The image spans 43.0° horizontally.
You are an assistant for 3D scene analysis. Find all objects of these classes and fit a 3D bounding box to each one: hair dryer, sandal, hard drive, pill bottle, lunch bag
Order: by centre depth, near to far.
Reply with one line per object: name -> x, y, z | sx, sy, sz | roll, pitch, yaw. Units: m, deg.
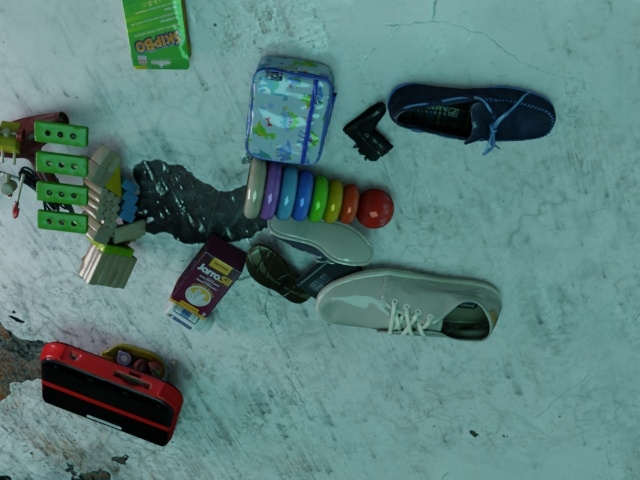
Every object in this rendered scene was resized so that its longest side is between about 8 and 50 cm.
lunch bag -> -0.062, -0.268, 1.692 | 0.175, 0.090, 0.219 | 10, 126, -4
hair dryer -> -0.632, -0.179, 1.828 | 0.223, 0.080, 0.294 | 22, 126, -13
hard drive -> 0.022, 0.084, 1.940 | 0.135, 0.022, 0.094 | -39, 126, 17
sandal -> -0.099, 0.075, 1.954 | 0.090, 0.060, 0.219 | -40, 127, 18
pill bottle -> -0.329, 0.186, 2.048 | 0.120, 0.067, 0.067 | 36, 121, -17

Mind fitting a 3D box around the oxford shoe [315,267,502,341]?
oxford shoe -> 0.211, 0.165, 1.922 | 0.448, 0.130, 0.169 | 3, 128, 1

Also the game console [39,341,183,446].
game console -> -0.568, 0.418, 2.189 | 0.386, 0.060, 0.342 | 22, 145, -2

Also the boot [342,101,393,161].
boot -> 0.117, -0.227, 1.725 | 0.121, 0.045, 0.099 | -31, 114, 32

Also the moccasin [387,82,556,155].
moccasin -> 0.305, -0.237, 1.651 | 0.341, 0.117, 0.138 | 2, 125, 5

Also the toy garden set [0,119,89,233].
toy garden set -> -0.601, -0.145, 1.755 | 0.203, 0.049, 0.245 | 7, 115, -3

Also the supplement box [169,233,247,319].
supplement box -> -0.271, 0.089, 1.966 | 0.104, 0.081, 0.188 | 32, 122, -15

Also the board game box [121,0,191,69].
board game box -> -0.331, -0.466, 1.616 | 0.124, 0.039, 0.260 | 2, 122, 6

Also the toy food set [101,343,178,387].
toy food set -> -0.492, 0.358, 2.183 | 0.217, 0.071, 0.128 | 16, 125, -5

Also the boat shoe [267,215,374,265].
boat shoe -> 0.000, 0.000, 1.860 | 0.254, 0.095, 0.079 | 14, 169, 4

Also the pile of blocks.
pile of blocks -> -0.499, -0.063, 1.890 | 0.112, 0.148, 0.363 | 32, 124, 38

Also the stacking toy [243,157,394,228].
stacking toy -> 0.002, -0.095, 1.792 | 0.330, 0.141, 0.141 | 8, 125, -8
